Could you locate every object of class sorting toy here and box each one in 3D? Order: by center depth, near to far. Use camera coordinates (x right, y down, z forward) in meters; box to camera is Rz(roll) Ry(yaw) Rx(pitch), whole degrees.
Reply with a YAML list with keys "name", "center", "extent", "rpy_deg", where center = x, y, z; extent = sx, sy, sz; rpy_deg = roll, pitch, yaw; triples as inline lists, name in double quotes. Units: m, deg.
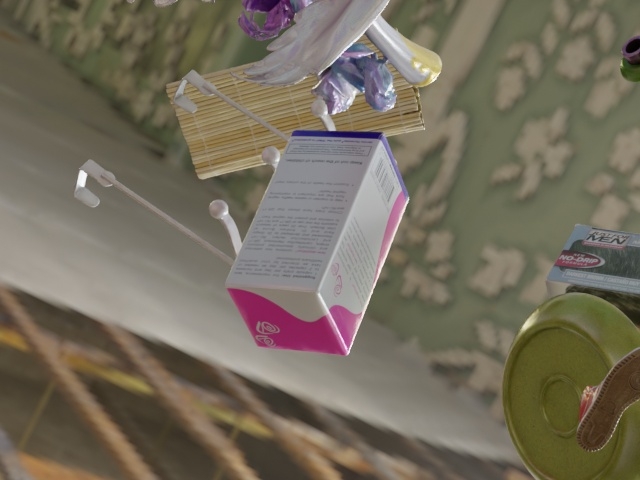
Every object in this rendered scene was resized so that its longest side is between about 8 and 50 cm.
- name: "sorting toy"
  center: [0.308, -0.172, 1.612]
  extent: [0.042, 0.061, 0.102]
  rpy_deg: [44, -177, -33]

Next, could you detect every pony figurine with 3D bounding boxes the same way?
- name: "pony figurine"
  center: [0.015, -0.279, 1.763]
  extent: [0.303, 0.351, 0.363]
  rpy_deg: [40, 172, 33]

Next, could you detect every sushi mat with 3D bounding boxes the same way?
- name: "sushi mat"
  center: [-0.031, -0.173, 2.249]
  extent: [0.019, 0.317, 0.151]
  rpy_deg: [-81, -25, -57]

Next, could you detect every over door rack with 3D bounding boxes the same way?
- name: "over door rack"
  center: [-0.099, -0.085, 2.063]
  extent: [0.324, 0.108, 0.239]
  rpy_deg: [26, -133, 19]

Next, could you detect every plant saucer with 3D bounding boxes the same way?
- name: "plant saucer"
  center: [0.273, 0.178, 1.891]
  extent: [0.037, 0.241, 0.241]
  rpy_deg: [-6, -154, -37]

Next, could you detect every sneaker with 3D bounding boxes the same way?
- name: "sneaker"
  center: [0.284, 0.142, 1.673]
  extent: [0.042, 0.118, 0.067]
  rpy_deg: [34, -163, -1]

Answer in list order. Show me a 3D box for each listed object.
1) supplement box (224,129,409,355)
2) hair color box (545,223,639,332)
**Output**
- name: "supplement box"
  center: [0.000, 0.000, 1.839]
  extent: [0.114, 0.220, 0.111]
  rpy_deg: [3, 140, 25]
- name: "hair color box"
  center: [0.408, 0.165, 2.155]
  extent: [0.185, 0.113, 0.374]
  rpy_deg: [8, 134, 30]
